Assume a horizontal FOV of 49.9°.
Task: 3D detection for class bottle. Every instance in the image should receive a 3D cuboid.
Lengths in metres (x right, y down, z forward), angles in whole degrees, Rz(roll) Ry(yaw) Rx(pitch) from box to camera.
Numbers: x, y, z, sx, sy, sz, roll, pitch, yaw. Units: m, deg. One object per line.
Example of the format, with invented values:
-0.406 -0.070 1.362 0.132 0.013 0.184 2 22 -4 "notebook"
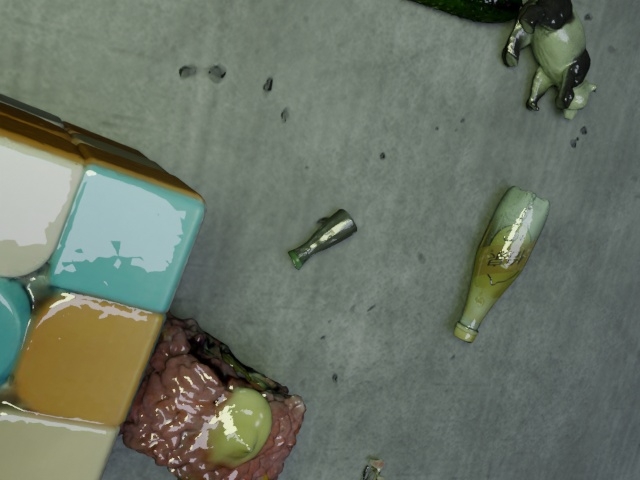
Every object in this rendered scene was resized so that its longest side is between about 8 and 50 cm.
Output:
0.291 0.044 1.142 0.083 0.083 0.270 23 96 -28 "bottle"

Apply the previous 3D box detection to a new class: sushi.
-0.143 0.224 0.910 0.270 0.236 0.171 39 78 -25 "sushi"

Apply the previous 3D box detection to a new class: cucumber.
0.195 -0.361 0.995 0.227 0.069 0.069 6 102 -22 "cucumber"

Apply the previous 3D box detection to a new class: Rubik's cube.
-0.361 0.030 0.683 0.344 0.347 0.347 21 96 -27 "Rubik's cube"

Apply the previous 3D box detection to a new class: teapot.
0.000 0.000 1.017 0.110 0.043 0.043 -36 116 -9 "teapot"

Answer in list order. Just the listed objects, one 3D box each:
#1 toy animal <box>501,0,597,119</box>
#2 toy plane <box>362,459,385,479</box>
0.370 -0.285 1.086 0.121 0.093 0.225 -44 117 -18 "toy animal"
0.086 0.431 1.186 0.049 0.031 0.121 18 99 -19 "toy plane"
